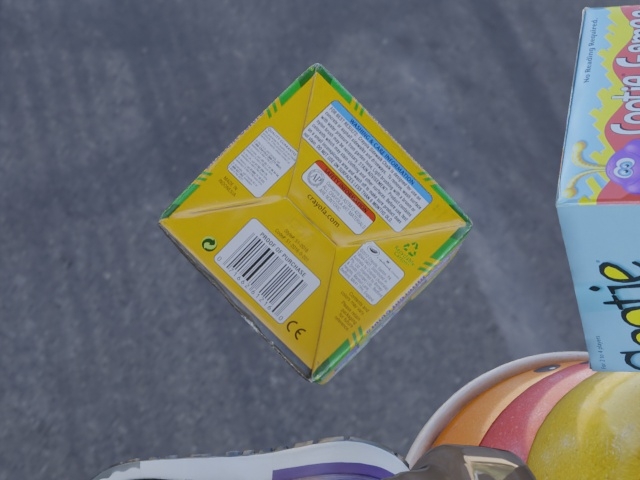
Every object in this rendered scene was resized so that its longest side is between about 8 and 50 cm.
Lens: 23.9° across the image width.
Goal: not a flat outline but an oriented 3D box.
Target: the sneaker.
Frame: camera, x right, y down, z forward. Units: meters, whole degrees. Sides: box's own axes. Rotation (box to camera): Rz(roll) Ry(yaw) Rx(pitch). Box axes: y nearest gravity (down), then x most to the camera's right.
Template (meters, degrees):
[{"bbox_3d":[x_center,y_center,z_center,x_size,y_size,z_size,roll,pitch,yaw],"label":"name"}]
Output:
[{"bbox_3d":[-0.076,0.220,1.044,0.107,0.283,0.124,53,33,-37],"label":"sneaker"}]

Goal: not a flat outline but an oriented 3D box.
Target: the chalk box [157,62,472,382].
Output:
[{"bbox_3d":[0.000,0.000,0.937,0.132,0.132,0.213,45,-3,4],"label":"chalk box"}]

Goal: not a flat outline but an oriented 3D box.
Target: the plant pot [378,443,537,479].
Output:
[{"bbox_3d":[0.015,0.200,0.632,0.110,0.237,0.237,8,44,-10],"label":"plant pot"}]

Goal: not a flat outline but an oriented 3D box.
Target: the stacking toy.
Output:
[{"bbox_3d":[0.255,0.196,1.110,0.351,0.480,0.350,3,69,-7],"label":"stacking toy"}]

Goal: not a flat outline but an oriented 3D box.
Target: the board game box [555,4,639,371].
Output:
[{"bbox_3d":[0.270,-0.028,0.755,0.275,0.144,0.142,0,50,19],"label":"board game box"}]
